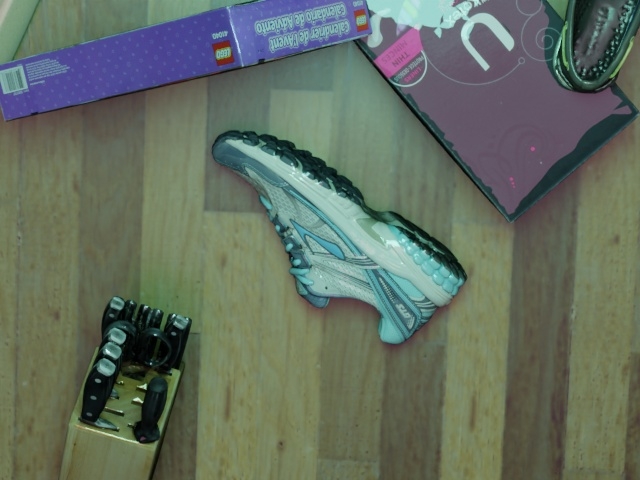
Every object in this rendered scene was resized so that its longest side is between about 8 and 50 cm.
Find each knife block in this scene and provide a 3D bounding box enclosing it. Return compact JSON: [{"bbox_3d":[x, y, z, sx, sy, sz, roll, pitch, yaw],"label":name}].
[{"bbox_3d":[-0.197,0.186,1.907,0.088,0.242,0.276,17,97,0],"label":"knife block"}]

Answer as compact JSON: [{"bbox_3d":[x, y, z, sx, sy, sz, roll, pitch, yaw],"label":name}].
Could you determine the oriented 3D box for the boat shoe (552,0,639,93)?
[{"bbox_3d":[0.269,-0.243,1.796,0.081,0.069,0.228,14,95,-2],"label":"boat shoe"}]

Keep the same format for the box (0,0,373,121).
[{"bbox_3d":[-0.127,-0.174,1.819,0.293,0.201,0.057,-9,98,38],"label":"box"}]

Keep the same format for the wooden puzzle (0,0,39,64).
[{"bbox_3d":[-0.383,-0.295,1.956,0.238,0.044,0.221,25,96,-7],"label":"wooden puzzle"}]

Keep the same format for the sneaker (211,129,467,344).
[{"bbox_3d":[0.000,0.000,1.951,0.283,0.110,0.122,36,99,-3],"label":"sneaker"}]

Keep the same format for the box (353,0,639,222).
[{"bbox_3d":[0.153,-0.174,1.908,0.165,0.143,0.270,-41,95,5],"label":"box"}]
